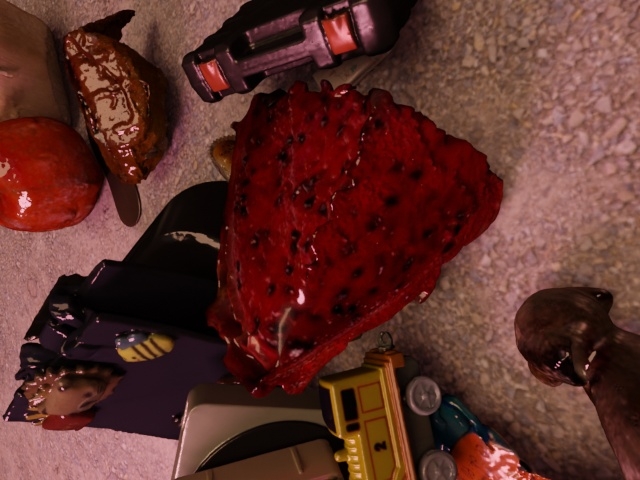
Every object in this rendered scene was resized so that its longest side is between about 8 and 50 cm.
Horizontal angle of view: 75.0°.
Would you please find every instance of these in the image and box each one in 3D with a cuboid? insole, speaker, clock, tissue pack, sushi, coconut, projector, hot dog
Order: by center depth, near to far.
[{"bbox_3d":[-0.067,0.328,0.477,0.071,0.191,0.147,-140,44,-68],"label":"clock"},{"bbox_3d":[-0.065,0.318,0.557,0.079,0.258,0.258,-134,57,-69],"label":"projector"},{"bbox_3d":[0.041,-0.244,0.576,0.108,0.023,0.056,-36,74,28],"label":"tissue pack"},{"bbox_3d":[-0.087,-0.089,0.624,0.192,0.099,0.053,49,145,16],"label":"hot dog"},{"bbox_3d":[-0.276,0.048,0.662,0.388,0.184,0.180,-40,33,26],"label":"speaker"},{"bbox_3d":[-0.360,-0.256,0.763,0.166,0.179,0.297,-23,95,7],"label":"sushi"},{"bbox_3d":[-0.784,-0.354,0.893,0.404,0.404,0.405,2,93,32],"label":"coconut"},{"bbox_3d":[-0.448,-0.179,0.898,0.111,0.007,0.328,-32,76,30],"label":"insole"}]

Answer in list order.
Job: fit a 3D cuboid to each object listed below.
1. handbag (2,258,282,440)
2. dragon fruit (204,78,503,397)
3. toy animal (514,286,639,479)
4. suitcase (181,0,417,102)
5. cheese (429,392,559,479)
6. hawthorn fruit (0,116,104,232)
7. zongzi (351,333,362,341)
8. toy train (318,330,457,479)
[{"bbox_3d":[-0.220,0.173,0.573,0.303,0.329,0.122,-40,48,28],"label":"handbag"},{"bbox_3d":[0.007,0.002,0.518,0.286,0.227,0.330,27,99,49],"label":"dragon fruit"},{"bbox_3d":[0.276,0.142,0.367,0.168,0.233,0.121,19,119,-11],"label":"toy animal"},{"bbox_3d":[-0.021,-0.274,0.525,0.285,0.206,0.066,-2,136,32],"label":"suitcase"},{"bbox_3d":[0.231,0.299,0.412,0.329,0.129,0.217,41,132,39],"label":"cheese"},{"bbox_3d":[-0.586,-0.115,0.823,0.241,0.272,0.242,7,115,15],"label":"hawthorn fruit"},{"bbox_3d":[0.000,0.106,0.609,0.113,0.052,0.104,-31,68,43],"label":"zongzi"},{"bbox_3d":[0.071,0.217,0.471,0.089,0.127,0.220,138,123,-73],"label":"toy train"}]
